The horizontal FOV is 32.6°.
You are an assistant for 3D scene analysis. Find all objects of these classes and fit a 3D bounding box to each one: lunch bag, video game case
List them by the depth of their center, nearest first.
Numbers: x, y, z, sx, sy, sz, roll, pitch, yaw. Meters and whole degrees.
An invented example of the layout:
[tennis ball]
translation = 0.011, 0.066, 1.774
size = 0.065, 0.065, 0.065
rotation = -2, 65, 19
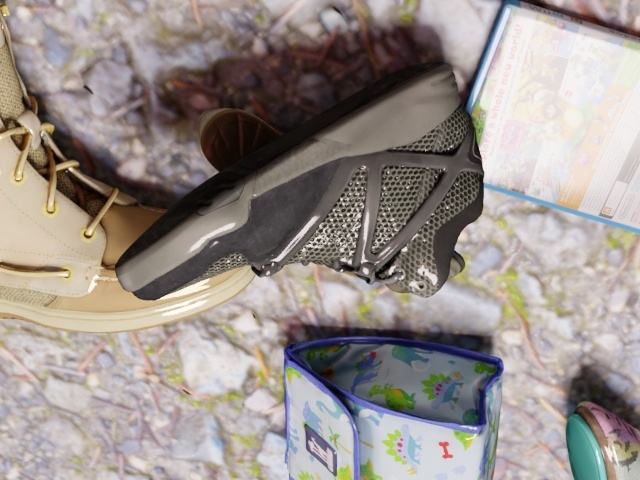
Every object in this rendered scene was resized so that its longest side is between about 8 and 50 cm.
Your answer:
[video game case]
translation = 0.171, -0.068, 0.666
size = 0.166, 0.015, 0.119
rotation = 16, 123, -3
[lunch bag]
translation = 0.045, 0.139, 0.771
size = 0.151, 0.096, 0.128
rotation = 12, 126, 17

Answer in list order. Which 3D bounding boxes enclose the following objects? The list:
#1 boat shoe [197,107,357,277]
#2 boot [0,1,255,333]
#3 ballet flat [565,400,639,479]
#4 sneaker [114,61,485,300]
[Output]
[boat shoe]
translation = -0.015, -0.032, 0.702
size = 0.153, 0.048, 0.056
rotation = 34, 94, -20
[boot]
translation = -0.175, -0.051, 0.682
size = 0.262, 0.095, 0.203
rotation = 2, 121, 11
[ballet flat]
translation = 0.220, 0.193, 0.795
size = 0.079, 0.077, 0.221
rotation = -13, 126, -6
[sneaker]
translation = 0.000, 0.000, 0.641
size = 0.228, 0.087, 0.130
rotation = -29, 104, -11
